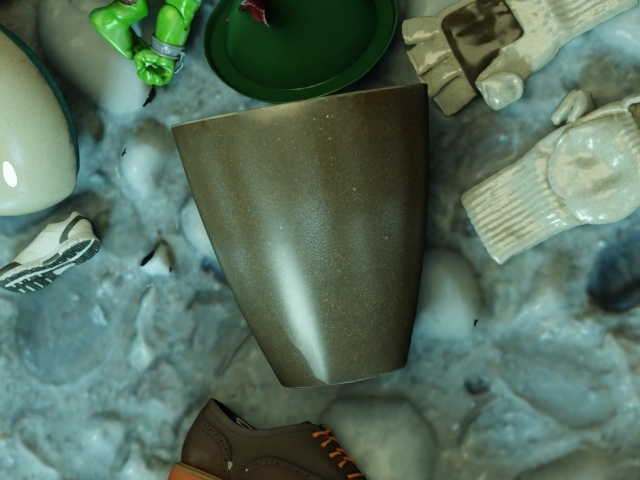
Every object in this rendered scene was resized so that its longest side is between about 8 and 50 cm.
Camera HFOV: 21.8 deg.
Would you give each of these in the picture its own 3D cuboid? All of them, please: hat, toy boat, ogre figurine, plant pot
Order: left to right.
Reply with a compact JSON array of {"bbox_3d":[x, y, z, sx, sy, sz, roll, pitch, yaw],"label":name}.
[{"bbox_3d":[-0.293,-0.174,1.502,0.267,0.148,0.318,41,131,9],"label":"toy boat"},{"bbox_3d":[-0.170,-0.249,1.520,0.118,0.097,0.197,-39,60,28],"label":"ogre figurine"},{"bbox_3d":[-0.034,-0.231,1.390,0.173,0.183,0.208,-40,52,-13],"label":"hat"},{"bbox_3d":[0.000,0.000,1.382,0.215,0.215,0.230,-8,93,18],"label":"plant pot"}]

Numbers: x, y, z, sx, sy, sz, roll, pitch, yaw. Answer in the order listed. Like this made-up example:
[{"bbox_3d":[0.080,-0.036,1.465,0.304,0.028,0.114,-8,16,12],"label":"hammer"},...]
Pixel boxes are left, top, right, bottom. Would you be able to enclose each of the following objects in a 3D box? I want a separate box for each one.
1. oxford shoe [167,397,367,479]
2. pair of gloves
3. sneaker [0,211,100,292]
[{"bbox_3d":[0.000,0.205,1.398,0.271,0.097,0.098,15,82,21],"label":"oxford shoe"},{"bbox_3d":[0.192,-0.120,1.403,0.204,0.042,0.240,-23,76,15],"label":"pair of gloves"},{"bbox_3d":[-0.255,0.012,1.549,0.109,0.040,0.043,-27,58,10],"label":"sneaker"}]
